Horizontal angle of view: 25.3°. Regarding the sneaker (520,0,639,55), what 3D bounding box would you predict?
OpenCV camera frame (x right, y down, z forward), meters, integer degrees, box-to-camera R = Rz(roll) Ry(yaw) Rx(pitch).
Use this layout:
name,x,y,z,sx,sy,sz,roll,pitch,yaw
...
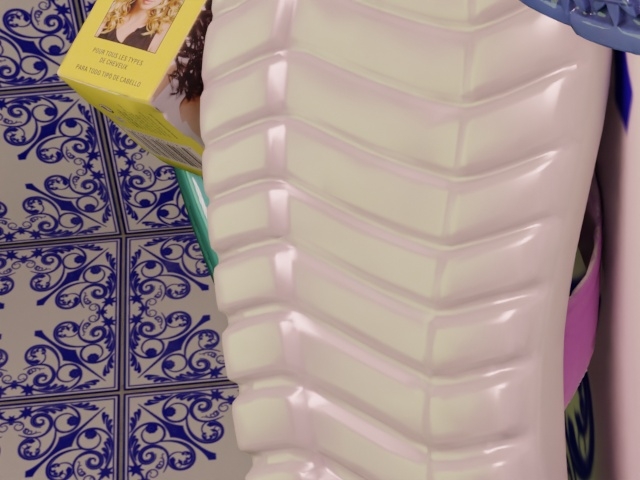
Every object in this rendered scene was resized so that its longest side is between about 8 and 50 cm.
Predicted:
name,x,y,z,sx,sy,sz,roll,pitch,yaw
sneaker,0.059,-0.126,0.351,0.232,0.090,0.081,53,154,43

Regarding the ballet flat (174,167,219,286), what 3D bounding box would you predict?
name,x,y,z,sx,sy,sz,roll,pitch,yaw
ballet flat,0.037,0.103,0.653,0.139,0.139,0.400,98,157,-82

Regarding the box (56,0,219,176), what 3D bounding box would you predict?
name,x,y,z,sx,sy,sz,roll,pitch,yaw
box,-0.015,-0.143,0.602,0.087,0.058,0.232,40,-107,-54

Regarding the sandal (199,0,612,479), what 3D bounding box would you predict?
name,x,y,z,sx,sy,sz,roll,pitch,yaw
sandal,0.043,0.014,0.532,0.102,0.169,0.416,-9,-78,-50
